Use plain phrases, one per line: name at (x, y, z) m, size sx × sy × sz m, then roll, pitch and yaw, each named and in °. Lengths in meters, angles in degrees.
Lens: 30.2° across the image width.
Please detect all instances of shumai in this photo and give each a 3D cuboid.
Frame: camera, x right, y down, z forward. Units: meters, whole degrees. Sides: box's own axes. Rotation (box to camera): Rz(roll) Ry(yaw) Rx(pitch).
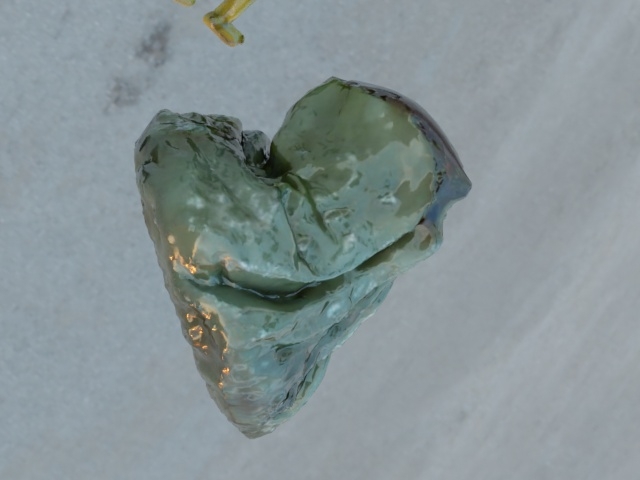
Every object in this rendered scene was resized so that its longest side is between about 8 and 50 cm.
shumai at (0.000, 0.000, 1.012) m, size 0.263 × 0.309 × 0.304 m, roll -21°, pitch 117°, yaw -2°

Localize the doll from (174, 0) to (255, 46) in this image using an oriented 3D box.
doll at (0.019, -0.326, 1.092) m, size 0.365 × 0.094 × 0.160 m, roll -32°, pitch 148°, yaw 15°
